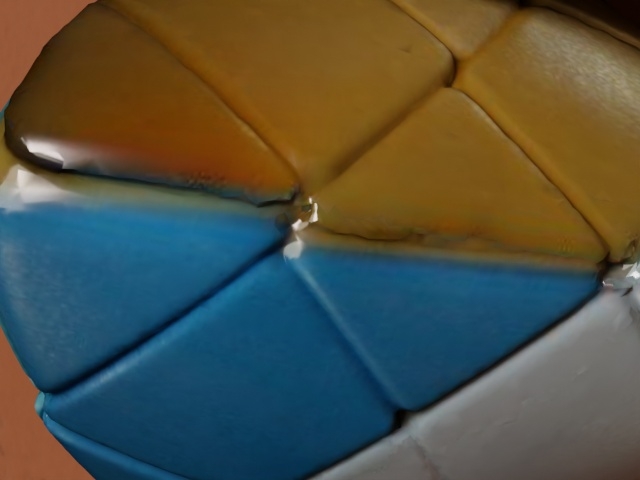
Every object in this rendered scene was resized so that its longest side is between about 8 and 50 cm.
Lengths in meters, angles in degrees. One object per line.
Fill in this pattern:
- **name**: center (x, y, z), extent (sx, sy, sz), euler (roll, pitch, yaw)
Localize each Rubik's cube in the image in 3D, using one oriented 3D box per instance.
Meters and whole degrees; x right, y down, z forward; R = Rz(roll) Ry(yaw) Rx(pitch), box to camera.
- **Rubik's cube**: center (0.000, 0.000, 0.610), extent (0.254, 0.254, 0.254), euler (-5, 83, 42)
